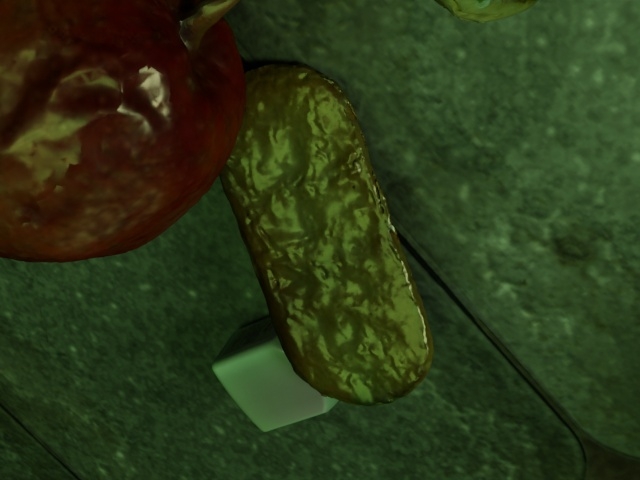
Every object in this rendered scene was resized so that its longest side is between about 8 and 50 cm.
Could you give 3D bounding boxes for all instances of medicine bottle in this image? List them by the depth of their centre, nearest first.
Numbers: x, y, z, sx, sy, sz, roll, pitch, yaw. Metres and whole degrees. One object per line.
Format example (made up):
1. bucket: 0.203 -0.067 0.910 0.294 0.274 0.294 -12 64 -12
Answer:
1. medicine bottle: -0.015 0.092 0.902 0.118 0.055 0.074 -24 109 37

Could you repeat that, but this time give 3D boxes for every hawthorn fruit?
1. hawthorn fruit: -0.123 -0.101 0.718 0.243 0.207 0.207 -23 113 27

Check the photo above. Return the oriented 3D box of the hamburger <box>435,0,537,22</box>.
1. hamburger: 0.078 -0.187 0.559 0.131 0.159 0.185 -14 153 36

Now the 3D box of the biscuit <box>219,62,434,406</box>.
1. biscuit: 0.000 0.000 0.807 0.118 0.029 0.247 -13 102 28
